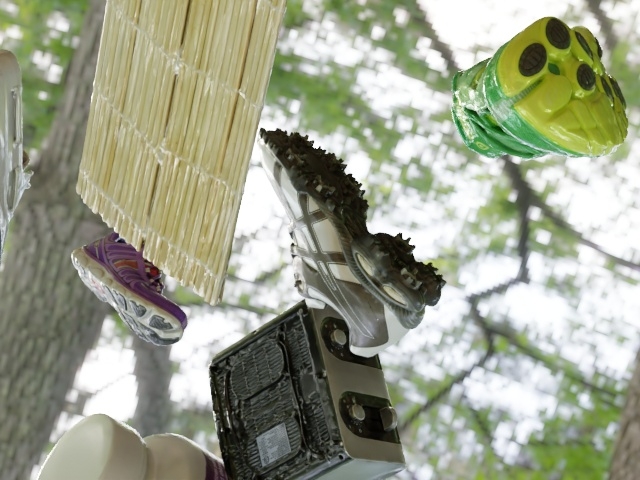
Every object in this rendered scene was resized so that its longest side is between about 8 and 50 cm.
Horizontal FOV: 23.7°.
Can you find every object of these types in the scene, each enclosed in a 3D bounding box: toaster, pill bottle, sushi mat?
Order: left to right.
[{"bbox_3d":[-0.085,-0.117,0.943,0.151,0.317,0.019,37,-139,28],"label":"sushi mat"},{"bbox_3d":[-0.132,0.295,1.511,0.301,0.169,0.169,38,-171,-29],"label":"pill bottle"},{"bbox_3d":[-0.018,0.166,1.447,0.110,0.185,0.168,14,-127,-44],"label":"toaster"}]

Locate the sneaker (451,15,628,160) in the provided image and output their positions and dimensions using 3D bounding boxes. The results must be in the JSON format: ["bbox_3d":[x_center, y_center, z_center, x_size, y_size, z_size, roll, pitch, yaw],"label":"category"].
[{"bbox_3d":[0.159,-0.097,1.143,0.109,0.123,0.295,64,-164,2],"label":"sneaker"}]

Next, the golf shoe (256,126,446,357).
[{"bbox_3d":[0.000,0.000,1.130,0.077,0.094,0.198,1,-136,-51],"label":"golf shoe"}]

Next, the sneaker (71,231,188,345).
[{"bbox_3d":[-0.170,0.034,1.412,0.071,0.068,0.170,-38,-136,-14],"label":"sneaker"}]

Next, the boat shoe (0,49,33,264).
[{"bbox_3d":[-0.316,-0.063,1.436,0.096,0.268,0.088,34,-133,32],"label":"boat shoe"}]
